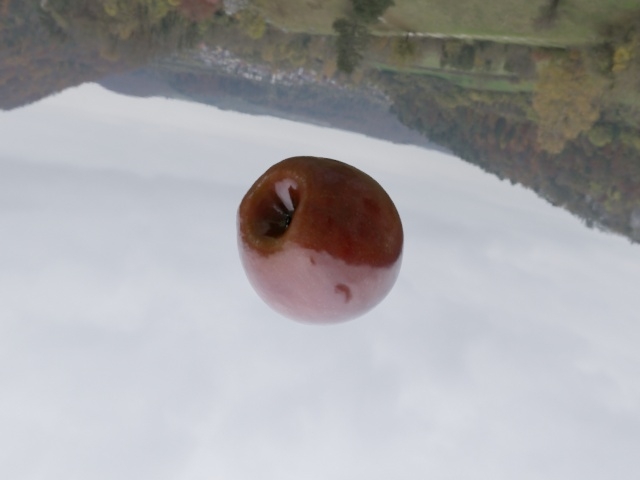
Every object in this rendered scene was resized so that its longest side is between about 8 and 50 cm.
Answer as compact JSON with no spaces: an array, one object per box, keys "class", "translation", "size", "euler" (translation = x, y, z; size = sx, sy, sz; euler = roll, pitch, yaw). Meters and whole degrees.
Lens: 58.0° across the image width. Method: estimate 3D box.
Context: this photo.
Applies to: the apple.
[{"class":"apple","translation":[0.000,0.000,0.764],"size":[0.218,0.218,0.201],"euler":[24,175,40]}]
